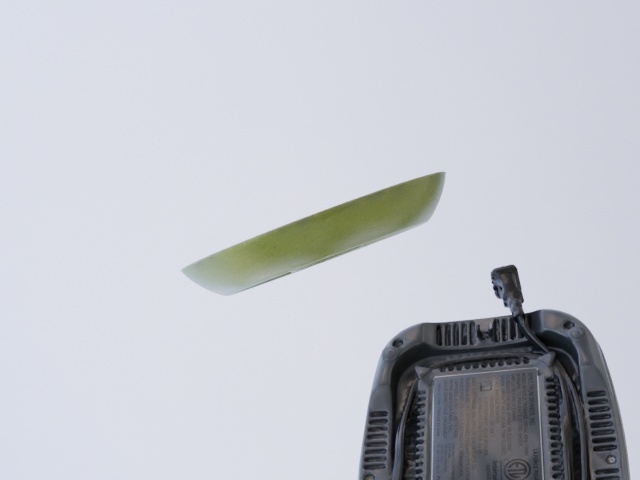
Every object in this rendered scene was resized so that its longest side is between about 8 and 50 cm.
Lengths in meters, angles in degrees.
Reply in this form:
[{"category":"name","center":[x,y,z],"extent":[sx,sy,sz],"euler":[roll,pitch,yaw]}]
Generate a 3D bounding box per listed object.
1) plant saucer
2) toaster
[{"category":"plant saucer","center":[0.000,0.000,1.016],"extent":[0.241,0.241,0.037],"euler":[-20,-92,-49]},{"category":"toaster","center":[0.094,0.141,0.605],"extent":[0.227,0.129,0.146],"euler":[-85,-18,-44]}]
